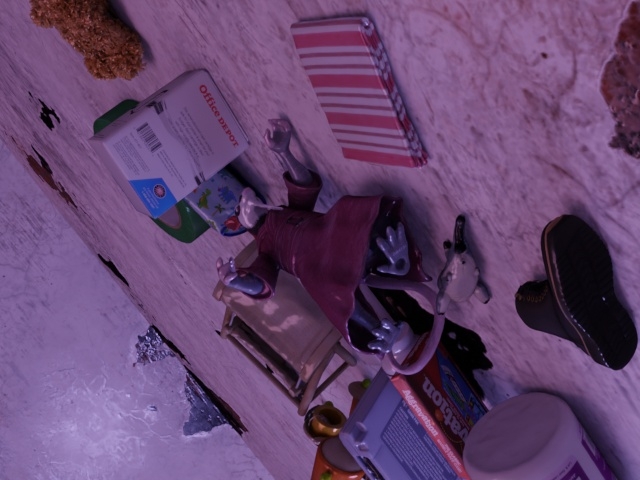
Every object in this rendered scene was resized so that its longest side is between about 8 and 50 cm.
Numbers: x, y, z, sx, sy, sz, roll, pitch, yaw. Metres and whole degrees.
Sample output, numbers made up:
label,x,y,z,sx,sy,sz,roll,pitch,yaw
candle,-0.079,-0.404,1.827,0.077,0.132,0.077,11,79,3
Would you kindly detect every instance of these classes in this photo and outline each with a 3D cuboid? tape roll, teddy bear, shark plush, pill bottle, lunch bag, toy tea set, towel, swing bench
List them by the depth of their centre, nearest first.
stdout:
label,x,y,z,sx,sy,sz,roll,pitch,yaw
towel,0.044,-0.174,0.893,0.144,0.029,0.197,17,140,52
shark plush,0.166,0.031,0.968,0.161,0.073,0.067,66,-176,-48
pill bottle,0.340,0.374,1.046,0.302,0.169,0.169,55,157,-14
pill bottle,0.153,0.210,1.232,0.152,0.086,0.086,57,156,-19
teddy bear,-0.424,-0.407,1.260,0.245,0.113,0.338,28,151,36
lunch bag,-0.169,-0.077,1.351,0.129,0.096,0.151,45,-173,9
toy tea set,0.074,0.366,1.425,0.336,0.199,0.124,-103,30,-62
swing bench,-0.066,0.162,1.453,0.253,0.165,0.255,40,156,21
tape roll,-0.346,-0.141,1.588,0.321,0.077,0.321,40,157,21

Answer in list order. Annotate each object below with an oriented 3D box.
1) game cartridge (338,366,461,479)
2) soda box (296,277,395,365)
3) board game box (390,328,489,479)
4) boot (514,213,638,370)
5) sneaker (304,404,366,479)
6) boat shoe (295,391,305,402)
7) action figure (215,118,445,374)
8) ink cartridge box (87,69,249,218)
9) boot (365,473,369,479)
label,x,y,z,sx,sy,sz,roll,pitch,yaw
game cartridge,0.164,0.359,1.305,0.060,0.196,0.294,-9,122,50
soda box,0.050,0.111,1.283,0.216,0.069,0.074,52,157,-10
board game box,0.219,0.284,1.142,0.027,0.145,0.281,-33,94,34
boot,0.249,0.051,0.825,0.137,0.076,0.198,21,145,57
sneaker,0.064,0.522,1.887,0.271,0.100,0.108,38,161,23
boat shoe,-0.059,0.403,1.992,0.046,0.038,0.125,34,154,30
action figure,0.000,0.000,1.104,0.275,0.248,0.370,34,173,-42
ink cartridge box,-0.239,-0.156,1.204,0.085,0.203,0.148,15,140,56
boot,0.264,0.610,1.515,0.377,0.138,0.284,50,175,-12
